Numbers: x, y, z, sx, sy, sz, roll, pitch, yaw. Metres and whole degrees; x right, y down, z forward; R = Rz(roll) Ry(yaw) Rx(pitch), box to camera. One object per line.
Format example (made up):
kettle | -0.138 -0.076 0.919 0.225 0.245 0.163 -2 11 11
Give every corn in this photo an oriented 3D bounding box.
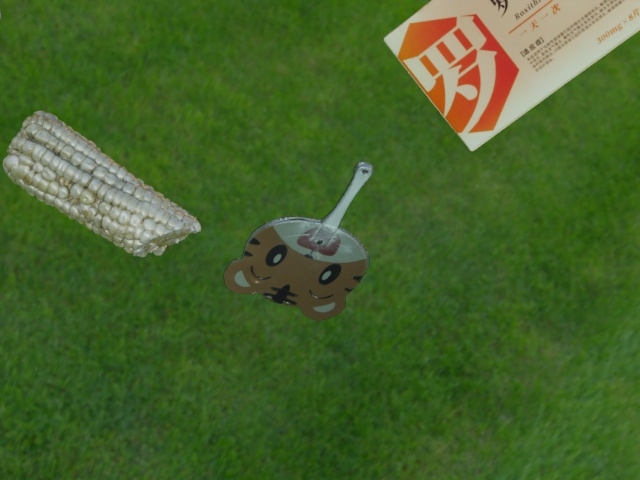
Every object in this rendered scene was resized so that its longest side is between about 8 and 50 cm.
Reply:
corn | -0.229 -0.046 1.183 0.211 0.087 0.087 37 43 4

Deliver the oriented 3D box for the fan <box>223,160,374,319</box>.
fan | 0.000 0.000 1.253 0.152 0.227 0.008 19 38 -21

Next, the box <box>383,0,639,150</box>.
box | 0.077 -0.083 0.443 0.058 0.093 0.015 50 24 -9
